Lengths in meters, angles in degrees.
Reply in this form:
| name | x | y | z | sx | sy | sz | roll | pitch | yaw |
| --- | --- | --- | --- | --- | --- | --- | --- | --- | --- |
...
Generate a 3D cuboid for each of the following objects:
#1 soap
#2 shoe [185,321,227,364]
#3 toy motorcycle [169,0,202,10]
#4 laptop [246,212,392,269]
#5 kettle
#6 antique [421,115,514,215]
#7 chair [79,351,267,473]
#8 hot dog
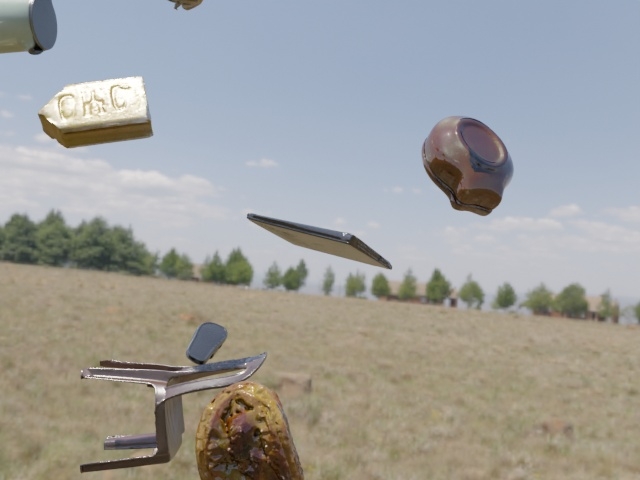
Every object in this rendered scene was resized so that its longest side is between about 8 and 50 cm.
| name | x | y | z | sx | sy | sz | roll | pitch | yaw |
| --- | --- | --- | --- | --- | --- | --- | --- | --- | --- |
| soap | -0.547 | -0.310 | 1.835 | 0.257 | 0.160 | 0.080 | -10 | -34 | -13 |
| shoe | -0.238 | 0.218 | 1.524 | 0.062 | 0.053 | 0.159 | 29 | 19 | 0 |
| toy motorcycle | -0.365 | -0.609 | 1.780 | 0.229 | 0.094 | 0.130 | 26 | -1 | 20 |
| laptop | 0.000 | 0.000 | 1.116 | 0.197 | 0.016 | 0.135 | 14 | -11 | 35 |
| kettle | -0.506 | -0.355 | 1.213 | 0.148 | 0.098 | 0.127 | -1 | 41 | 7 |
| antique | 0.362 | -0.194 | 1.835 | 0.223 | 0.278 | 0.129 | 15 | -43 | -17 |
| chair | -0.258 | 0.306 | 1.383 | 0.326 | 0.183 | 0.175 | -2 | 1 | 1 |
| hot dog | -0.106 | 0.337 | 1.174 | 0.160 | 0.227 | 0.099 | -21 | 5 | 14 |
